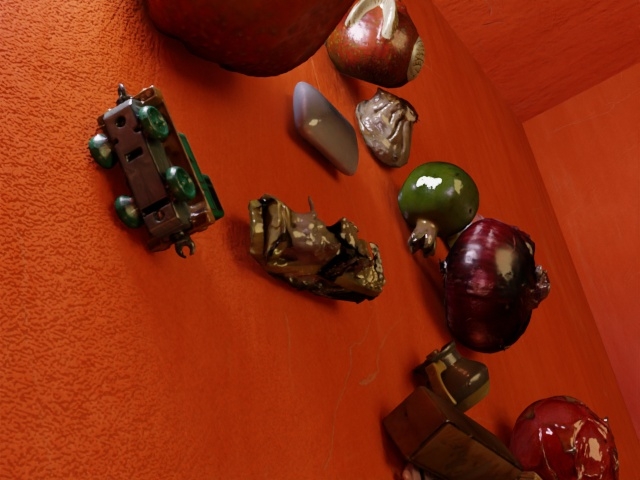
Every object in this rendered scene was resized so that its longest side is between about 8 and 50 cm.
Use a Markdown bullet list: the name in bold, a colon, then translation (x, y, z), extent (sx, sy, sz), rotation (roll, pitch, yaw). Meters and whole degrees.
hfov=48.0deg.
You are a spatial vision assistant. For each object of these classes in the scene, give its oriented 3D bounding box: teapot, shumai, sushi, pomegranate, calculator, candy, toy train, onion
- **teapot**: translation (0.235, 0.256, 1.309), extent (0.119, 0.130, 0.166), rotation (52, 18, 11)
- **shumai**: translation (0.173, -0.276, 1.706), extent (0.201, 0.120, 0.201), rotation (42, 31, -32)
- **sushi**: translation (-0.006, 0.003, 1.102), extent (0.291, 0.131, 0.139), rotation (21, 49, -44)
- **pomegranate**: translation (0.258, -0.068, 1.628), extent (0.187, 0.187, 0.225), rotation (44, 58, -34)
- **calculator**: translation (0.170, 0.410, 1.158), extent (0.166, 0.024, 0.103), rotation (41, 34, -42)
- **candy**: translation (0.013, -0.218, 1.404), extent (0.174, 0.071, 0.138), rotation (39, 34, -41)
- **toy train**: translation (-0.194, -0.083, 0.880), extent (0.227, 0.091, 0.136), rotation (66, 15, 9)
- **onion**: translation (0.396, 0.107, 1.610), extent (0.314, 0.233, 0.313), rotation (-30, 125, -57)

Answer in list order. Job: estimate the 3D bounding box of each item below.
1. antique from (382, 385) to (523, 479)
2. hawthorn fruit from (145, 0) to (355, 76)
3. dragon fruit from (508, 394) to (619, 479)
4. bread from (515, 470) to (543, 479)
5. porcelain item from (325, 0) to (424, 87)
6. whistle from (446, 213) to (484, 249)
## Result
- **antique**: translation (0.234, 0.352, 1.222), extent (0.310, 0.093, 0.087), rotation (38, 9, -43)
- **hawthorn fruit**: translation (-0.092, -0.462, 1.089), extent (0.403, 0.403, 0.402), rotation (43, 32, -36)
- **dragon fruit**: translation (0.522, 0.457, 1.545), extent (0.241, 0.241, 0.252), rotation (51, 43, -23)
- **bread**: translation (0.381, 0.552, 1.320), extent (0.210, 0.110, 0.192), rotation (49, 35, -26)
- **porcelain item**: translation (0.138, -0.480, 1.673), extent (0.253, 0.253, 0.252), rotation (43, 32, -36)
- **whistle**: translation (0.354, -0.037, 1.834), extent (0.223, 0.123, 0.122), rotation (32, 37, -23)
